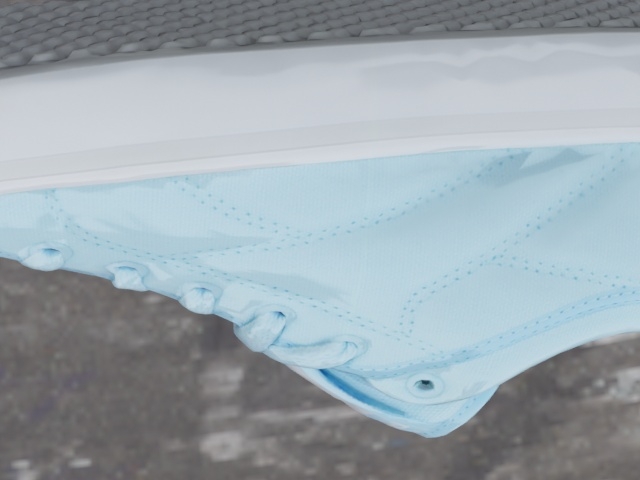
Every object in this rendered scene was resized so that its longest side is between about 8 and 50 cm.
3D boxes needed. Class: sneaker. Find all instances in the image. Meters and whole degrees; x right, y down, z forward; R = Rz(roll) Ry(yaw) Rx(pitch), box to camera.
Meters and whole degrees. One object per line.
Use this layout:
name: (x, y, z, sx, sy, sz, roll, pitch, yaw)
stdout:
sneaker: (0.000, 0.000, 0.534, 0.366, 0.150, 0.135, -2, -165, -7)
